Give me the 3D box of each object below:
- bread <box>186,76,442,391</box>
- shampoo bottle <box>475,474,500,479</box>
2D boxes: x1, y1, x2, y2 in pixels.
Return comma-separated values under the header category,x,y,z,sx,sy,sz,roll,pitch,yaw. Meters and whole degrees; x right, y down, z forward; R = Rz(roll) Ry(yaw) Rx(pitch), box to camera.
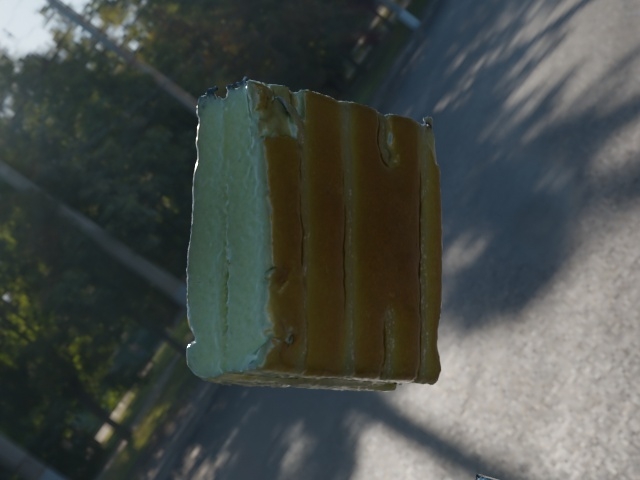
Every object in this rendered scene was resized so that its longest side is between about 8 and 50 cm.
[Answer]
category,x,y,z,sx,sy,sz,roll,pitch,yaw
bread,0.000,0.000,0.936,0.111,0.239,0.246,-6,79,40
shampoo bottle,0.090,0.238,0.619,0.063,0.057,0.208,40,-117,-74
